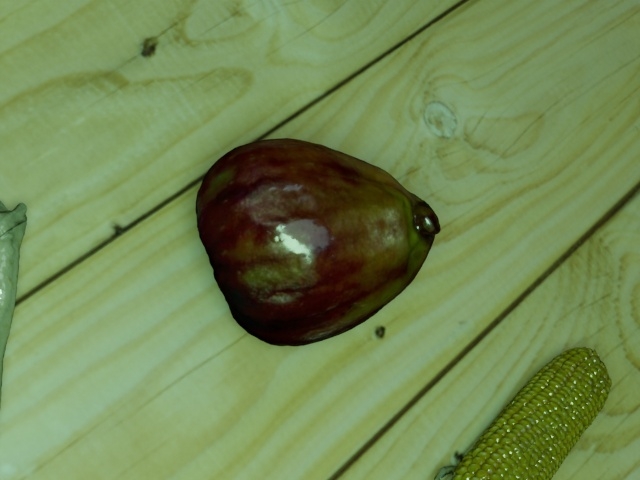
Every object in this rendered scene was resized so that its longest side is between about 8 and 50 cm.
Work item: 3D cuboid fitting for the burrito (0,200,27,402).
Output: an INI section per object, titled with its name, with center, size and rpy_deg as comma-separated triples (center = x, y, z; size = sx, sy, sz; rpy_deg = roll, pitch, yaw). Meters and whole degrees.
[burrito]
center = -0.338, 0.080, 1.011
size = 0.082, 0.059, 0.275
rpy_deg = 9, 68, -7

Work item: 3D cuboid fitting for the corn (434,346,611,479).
[corn]
center = 0.250, 0.236, 1.223
size = 0.293, 0.106, 0.106
rpy_deg = -40, 93, -33

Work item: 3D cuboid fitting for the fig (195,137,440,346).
[fig]
center = -0.012, 0.002, 1.112
size = 0.263, 0.224, 0.224
rpy_deg = 11, 69, -26
